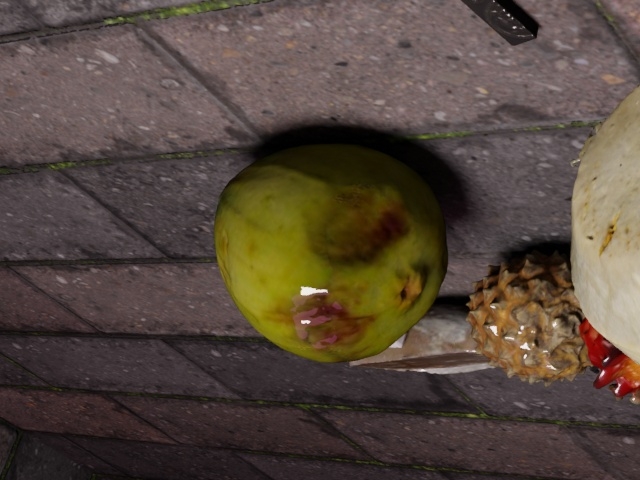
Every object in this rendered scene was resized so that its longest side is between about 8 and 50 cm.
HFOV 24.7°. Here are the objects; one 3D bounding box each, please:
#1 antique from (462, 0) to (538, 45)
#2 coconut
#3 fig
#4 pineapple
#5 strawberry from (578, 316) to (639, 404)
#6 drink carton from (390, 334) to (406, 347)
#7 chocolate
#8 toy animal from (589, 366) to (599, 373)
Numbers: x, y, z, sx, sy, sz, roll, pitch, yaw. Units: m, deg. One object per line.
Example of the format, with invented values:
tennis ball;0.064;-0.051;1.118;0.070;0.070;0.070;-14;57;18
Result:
antique;0.117;-0.227;1.250;0.192;0.015;0.031;34;152;-31
coconut;0.371;0.004;1.210;0.323;0.323;0.323;16;156;7
fig;0.000;0.000;1.588;0.271;0.239;0.239;35;168;34
pineapple;0.244;0.086;1.674;0.166;0.166;0.193;27;175;-17
strawberry;0.391;0.055;1.509;0.253;0.150;0.280;-10;146;12
drink carton;0.004;0.043;1.817;0.134;0.102;0.222;-1;150;42
chocolate;0.168;0.121;1.882;0.157;0.080;0.254;12;164;-43
toy animal;0.404;0.137;1.771;0.233;0.084;0.148;7;166;22
